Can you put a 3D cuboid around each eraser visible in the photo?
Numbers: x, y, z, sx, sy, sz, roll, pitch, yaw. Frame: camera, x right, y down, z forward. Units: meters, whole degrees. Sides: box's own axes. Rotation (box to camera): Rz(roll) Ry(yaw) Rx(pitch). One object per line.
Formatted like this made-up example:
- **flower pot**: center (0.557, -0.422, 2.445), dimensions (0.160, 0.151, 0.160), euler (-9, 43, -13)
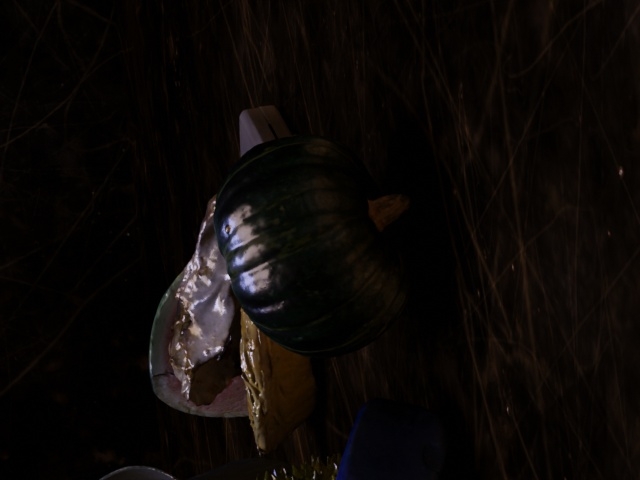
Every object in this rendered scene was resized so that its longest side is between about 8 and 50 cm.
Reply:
- **eraser**: center (0.051, 0.320, 1.514), dimensions (0.155, 0.102, 0.332), euler (-66, -14, -50)

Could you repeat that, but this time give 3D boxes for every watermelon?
- **watermelon**: center (-0.165, 0.142, 2.428), dimensions (0.256, 0.176, 0.260), euler (7, -110, -63)

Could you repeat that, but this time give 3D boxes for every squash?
- **squash**: center (-0.005, 0.003, 1.490), dimensions (0.172, 0.218, 0.218), euler (-20, 74, 35)

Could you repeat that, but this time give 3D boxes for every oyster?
- **oyster**: center (-0.137, 0.075, 2.232), dimensions (0.198, 0.133, 0.337), euler (-63, -11, -64)

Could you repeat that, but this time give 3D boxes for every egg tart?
- **egg tart**: center (-0.059, 0.154, 2.058), dimensions (0.232, 0.098, 0.252), euler (107, 157, -76)

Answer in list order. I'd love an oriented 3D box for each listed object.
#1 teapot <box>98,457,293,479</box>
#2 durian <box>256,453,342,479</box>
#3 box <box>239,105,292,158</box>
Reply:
- **teapot**: center (-0.116, 0.390, 1.884), dimensions (0.344, 0.300, 0.253), euler (22, -90, -62)
- **durian**: center (-0.008, 0.316, 1.666), dimensions (0.352, 0.158, 0.169), euler (25, -132, -73)
- **box**: center (-0.050, -0.074, 1.953), dimensions (0.243, 0.055, 0.103), euler (-118, 24, -57)
